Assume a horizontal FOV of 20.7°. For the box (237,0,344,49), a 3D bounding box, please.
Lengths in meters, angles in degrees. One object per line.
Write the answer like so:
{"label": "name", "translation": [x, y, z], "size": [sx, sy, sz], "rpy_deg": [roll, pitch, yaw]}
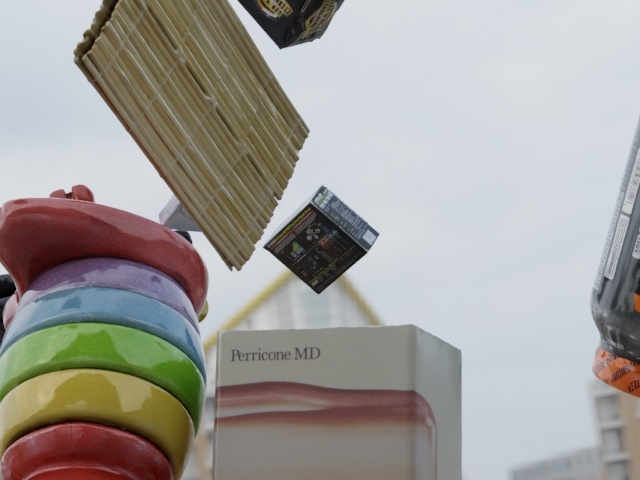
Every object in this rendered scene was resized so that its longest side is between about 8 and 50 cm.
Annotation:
{"label": "box", "translation": [-0.047, -0.393, 1.722], "size": [0.073, 0.295, 0.293], "rpy_deg": [-22, -26, -42]}

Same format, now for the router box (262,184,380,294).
{"label": "router box", "translation": [0.000, 0.000, 2.084], "size": [0.122, 0.092, 0.038], "rpy_deg": [-41, 11, 48]}

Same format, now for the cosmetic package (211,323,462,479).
{"label": "cosmetic package", "translation": [0.012, 0.213, 1.200], "size": [0.153, 0.296, 0.129], "rpy_deg": [-4, -14, 18]}

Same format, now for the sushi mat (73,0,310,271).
{"label": "sushi mat", "translation": [-0.096, -0.113, 1.419], "size": [0.019, 0.151, 0.316], "rpy_deg": [12, -25, 29]}

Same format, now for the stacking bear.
{"label": "stacking bear", "translation": [-0.165, 0.135, 1.233], "size": [0.164, 0.289, 0.175], "rpy_deg": [1, -40, 0]}

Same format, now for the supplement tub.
{"label": "supplement tub", "translation": [0.401, -0.003, 1.805], "size": [0.207, 0.338, 0.207], "rpy_deg": [13, 9, -2]}

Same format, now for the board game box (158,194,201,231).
{"label": "board game box", "translation": [-0.100, -0.038, 1.717], "size": [0.090, 0.020, 0.090], "rpy_deg": [6, -35, -30]}

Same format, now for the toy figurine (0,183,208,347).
{"label": "toy figurine", "translation": [-0.240, 0.071, 1.889], "size": [0.209, 0.213, 0.148], "rpy_deg": [21, -34, 10]}
